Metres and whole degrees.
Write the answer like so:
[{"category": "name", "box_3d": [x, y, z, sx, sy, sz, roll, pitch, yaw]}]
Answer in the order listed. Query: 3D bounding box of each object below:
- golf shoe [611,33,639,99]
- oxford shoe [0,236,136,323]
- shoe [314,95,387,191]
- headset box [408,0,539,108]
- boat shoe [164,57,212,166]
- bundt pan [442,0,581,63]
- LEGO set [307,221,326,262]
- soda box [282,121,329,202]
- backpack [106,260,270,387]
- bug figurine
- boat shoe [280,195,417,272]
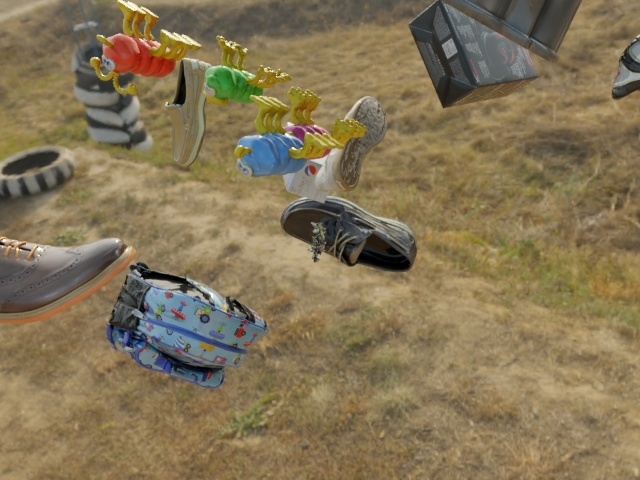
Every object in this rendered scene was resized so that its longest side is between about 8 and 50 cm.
[{"category": "golf shoe", "box_3d": [0.325, -0.105, 0.498, 0.186, 0.086, 0.067, 33, 14, 9]}, {"category": "oxford shoe", "box_3d": [-0.469, 0.050, 0.966, 0.363, 0.133, 0.130, -18, 21, 1]}, {"category": "shoe", "box_3d": [0.049, -0.157, 1.016, 0.058, 0.076, 0.219, -20, 32, 42]}, {"category": "headset box", "box_3d": [0.374, -0.447, 1.481, 0.293, 0.218, 0.110, -20, -4, -38]}, {"category": "boat shoe", "box_3d": [-0.248, -0.230, 1.124, 0.068, 0.190, 0.072, 14, 7, 42]}, {"category": "bundt pan", "box_3d": [0.110, -0.299, 0.580, 0.330, 0.124, 0.331, 24, 25, -12]}, {"category": "LEGO set", "box_3d": [0.000, 0.002, 0.838, 0.023, 0.054, 0.083, -4, 3, -13]}, {"category": "soda box", "box_3d": [-0.029, -0.149, 1.165, 0.073, 0.069, 0.216, 17, 23, -17]}, {"category": "backpack", "box_3d": [-0.154, 0.110, 0.759, 0.173, 0.158, 0.117, 9, 73, 46]}, {"category": "bug figurine", "box_3d": [-0.083, -0.135, 0.628, 0.279, 0.072, 0.216, 38, 24, 23]}, {"category": "boat shoe", "box_3d": [0.078, -0.011, 1.529, 0.355, 0.133, 0.130, 12, 30, -10]}]
